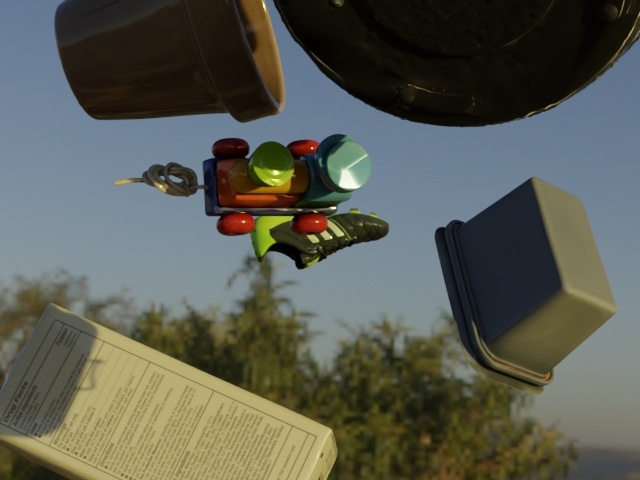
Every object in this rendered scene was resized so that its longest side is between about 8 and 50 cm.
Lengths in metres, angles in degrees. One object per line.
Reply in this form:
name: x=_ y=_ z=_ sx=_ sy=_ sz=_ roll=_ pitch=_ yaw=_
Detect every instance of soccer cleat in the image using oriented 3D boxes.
soccer cleat: x=0.000 y=0.000 z=1.774 sx=0.179 sy=0.072 sz=0.060 roll=0 pitch=-24 yaw=-13

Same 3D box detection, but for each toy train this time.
toy train: x=-0.079 y=-0.067 z=1.503 sx=0.248 sy=0.105 sz=0.143 roll=0 pitch=-10 yaw=-24

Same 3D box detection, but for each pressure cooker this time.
pressure cooker: x=0.149 y=-0.356 z=1.370 sx=0.370 sy=0.375 sz=0.420 roll=-1 pitch=34 yaw=10

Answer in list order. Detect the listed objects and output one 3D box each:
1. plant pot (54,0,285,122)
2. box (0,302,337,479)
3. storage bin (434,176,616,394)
plant pot: x=-0.187 y=-0.248 z=1.712 sx=0.229 sy=0.263 sz=0.263 roll=-15 pitch=-11 yaw=9
box: x=-0.153 y=0.195 z=1.392 sx=0.311 sy=0.148 sz=0.121 roll=24 pitch=-16 yaw=12
storage bin: x=0.154 y=0.028 z=1.013 sx=0.098 sy=0.135 sz=0.091 roll=23 pitch=-48 yaw=-33
